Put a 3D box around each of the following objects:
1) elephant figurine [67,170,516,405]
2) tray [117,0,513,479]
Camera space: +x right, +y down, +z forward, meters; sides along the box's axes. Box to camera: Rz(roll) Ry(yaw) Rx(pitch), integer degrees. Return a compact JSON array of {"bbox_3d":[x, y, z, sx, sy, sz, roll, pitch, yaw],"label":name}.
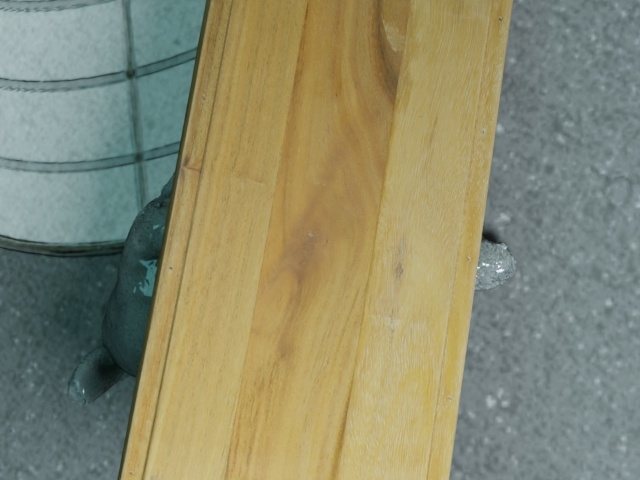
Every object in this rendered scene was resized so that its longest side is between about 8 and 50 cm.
[{"bbox_3d":[-0.019,0.056,1.337,0.239,0.169,0.186,28,127,11],"label":"elephant figurine"},{"bbox_3d":[0.000,0.000,1.255,0.203,0.076,0.411,11,70,-6],"label":"tray"}]
